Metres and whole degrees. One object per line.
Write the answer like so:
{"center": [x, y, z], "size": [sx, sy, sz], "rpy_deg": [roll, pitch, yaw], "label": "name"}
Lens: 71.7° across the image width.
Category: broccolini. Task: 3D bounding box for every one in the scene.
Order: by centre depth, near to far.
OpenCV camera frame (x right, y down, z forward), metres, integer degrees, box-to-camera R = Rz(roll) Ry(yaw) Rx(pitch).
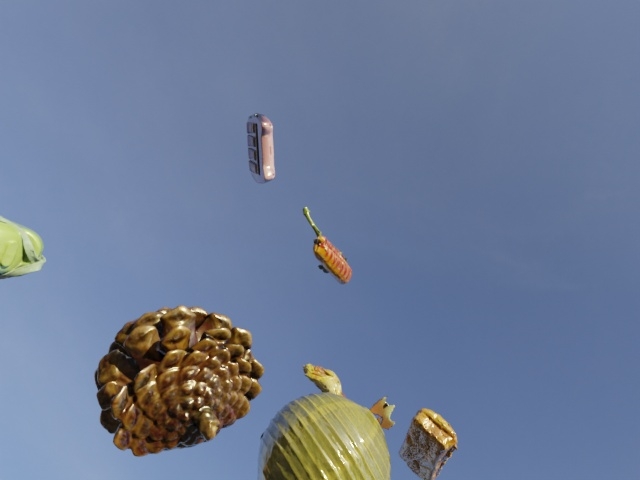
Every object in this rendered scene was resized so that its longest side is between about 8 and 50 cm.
{"center": [0.003, 0.001, 1.162], "size": [0.054, 0.052, 0.194], "rpy_deg": [-23, -82, -22], "label": "broccolini"}

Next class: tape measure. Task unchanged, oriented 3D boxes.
{"center": [-0.536, 0.000, 0.682], "size": [0.199, 0.175, 0.106], "rpy_deg": [20, -96, 20], "label": "tape measure"}

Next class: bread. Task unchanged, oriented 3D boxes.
{"center": [0.302, 0.582, 1.246], "size": [0.139, 0.077, 0.271], "rpy_deg": [37, -38, 33], "label": "bread"}

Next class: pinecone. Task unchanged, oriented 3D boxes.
{"center": [-0.181, 0.168, 0.545], "size": [0.185, 0.169, 0.212], "rpy_deg": [25, -24, -36], "label": "pinecone"}

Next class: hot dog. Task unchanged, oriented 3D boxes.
{"center": [0.027, 0.040, 0.930], "size": [0.038, 0.062, 0.144], "rpy_deg": [-20, -45, 21], "label": "hot dog"}
{"center": [0.023, 0.409, 1.273], "size": [0.061, 0.078, 0.169], "rpy_deg": [-42, -91, 14], "label": "hot dog"}

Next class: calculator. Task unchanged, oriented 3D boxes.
{"center": [-0.175, -0.263, 1.265], "size": [0.043, 0.294, 0.194], "rpy_deg": [-7, -73, -17], "label": "calculator"}

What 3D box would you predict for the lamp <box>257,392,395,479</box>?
{"center": [0.024, 0.385, 0.801], "size": [0.284, 0.250, 0.250], "rpy_deg": [-34, -81, -21], "label": "lamp"}
